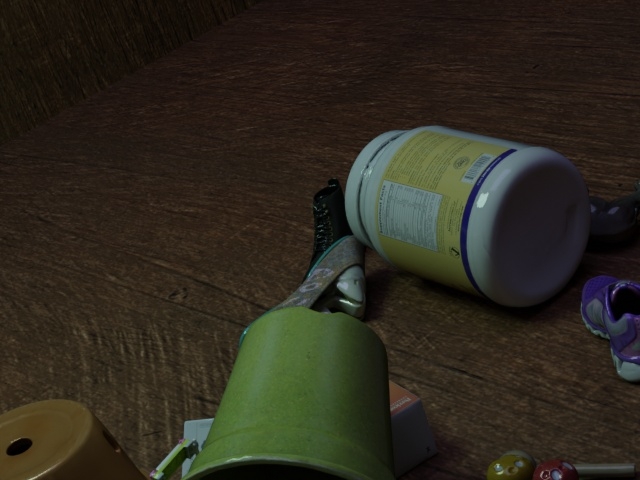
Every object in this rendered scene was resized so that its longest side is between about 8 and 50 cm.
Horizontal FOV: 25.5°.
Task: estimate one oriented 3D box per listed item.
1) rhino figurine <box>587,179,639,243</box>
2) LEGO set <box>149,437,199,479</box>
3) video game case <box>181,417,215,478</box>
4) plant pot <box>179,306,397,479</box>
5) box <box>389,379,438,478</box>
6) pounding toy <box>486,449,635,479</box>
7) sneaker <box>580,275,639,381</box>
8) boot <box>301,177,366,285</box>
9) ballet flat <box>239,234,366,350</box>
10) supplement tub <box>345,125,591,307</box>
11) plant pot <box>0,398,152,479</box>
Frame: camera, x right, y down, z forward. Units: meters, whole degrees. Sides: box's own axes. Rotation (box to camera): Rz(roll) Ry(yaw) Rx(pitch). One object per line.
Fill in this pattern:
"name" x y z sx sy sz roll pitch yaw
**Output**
"rhino figurine" 0.398 -0.037 2.226 0.243 0.073 0.106 -3 37 37
"LEGO set" -0.158 0.345 1.713 0.132 0.107 0.287 3 42 12
"video game case" -0.110 0.301 1.854 0.157 0.019 0.143 -8 66 21
"plant pot" -0.021 0.228 1.657 0.276 0.276 0.254 -10 46 19
"box" 0.049 0.248 1.867 0.130 0.091 0.170 -29 27 -22
"pounding toy" 0.252 0.280 1.602 0.183 0.110 0.237 -8 18 23
"sneaker" 0.412 0.092 1.917 0.095 0.104 0.236 -20 24 1
"boot" 0.000 0.000 2.350 0.077 0.137 0.198 -6 28 26
"ballet flat" 0.005 0.109 2.198 0.106 0.107 0.316 24 50 28
"supplement tub" 0.218 -0.046 2.159 0.241 0.241 0.331 -33 30 -28
"plant pot" -0.352 0.343 1.819 0.291 0.203 0.291 -15 26 7
